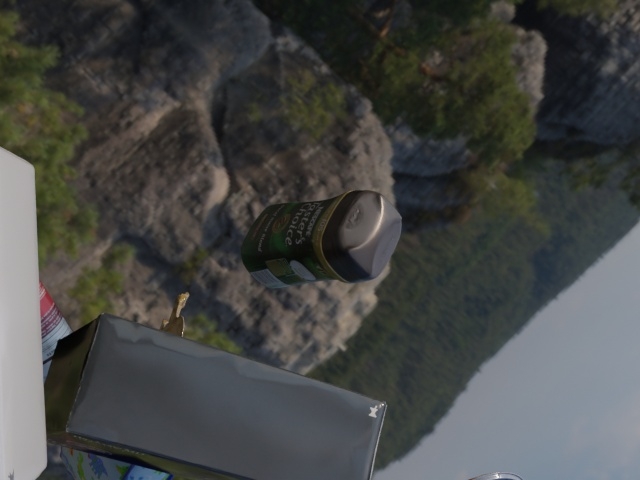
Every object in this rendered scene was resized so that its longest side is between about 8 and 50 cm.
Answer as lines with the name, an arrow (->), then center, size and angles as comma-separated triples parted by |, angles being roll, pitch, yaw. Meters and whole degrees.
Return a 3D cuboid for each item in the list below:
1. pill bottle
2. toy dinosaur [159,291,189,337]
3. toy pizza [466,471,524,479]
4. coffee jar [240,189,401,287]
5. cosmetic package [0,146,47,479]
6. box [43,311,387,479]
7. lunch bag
pill bottle -> -0.349, 0.112, 1.090 | 0.086, 0.152, 0.086 | -21, -157, 10
toy dinosaur -> -0.222, 0.161, 1.366 | 0.053, 0.183, 0.092 | 13, 133, -28
toy pizza -> 0.230, 0.424, 1.407 | 0.201, 0.032, 0.201 | -15, 132, -17
coffee jar -> 0.000, 0.000, 0.981 | 0.184, 0.079, 0.096 | -7, -134, 49
cosmetic package -> -0.305, 0.058, 0.585 | 0.225, 0.224, 0.138 | -3, 178, -4
box -> -0.104, 0.159, 0.799 | 0.184, 0.261, 0.103 | -30, -136, 59
lunch bag -> -0.232, 0.240, 1.032 | 0.096, 0.129, 0.151 | 11, 118, -52
